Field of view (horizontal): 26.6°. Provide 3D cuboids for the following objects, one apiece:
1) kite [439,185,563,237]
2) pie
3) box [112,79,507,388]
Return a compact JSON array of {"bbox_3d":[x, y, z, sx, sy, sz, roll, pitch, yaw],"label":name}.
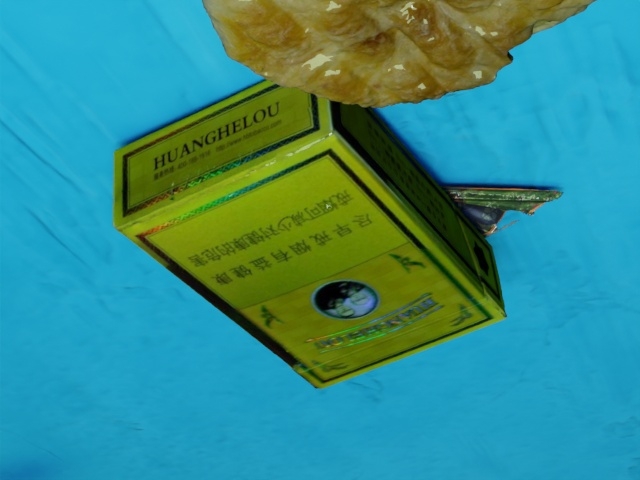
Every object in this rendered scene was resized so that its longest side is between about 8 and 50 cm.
[{"bbox_3d":[0.035,0.007,0.871,0.241,0.014,0.183,-32,137,29],"label":"kite"},{"bbox_3d":[0.042,-0.126,0.620,0.195,0.046,0.195,-2,149,-2],"label":"pie"},{"bbox_3d":[0.000,0.000,0.792,0.141,0.064,0.220,-23,142,20],"label":"box"}]
